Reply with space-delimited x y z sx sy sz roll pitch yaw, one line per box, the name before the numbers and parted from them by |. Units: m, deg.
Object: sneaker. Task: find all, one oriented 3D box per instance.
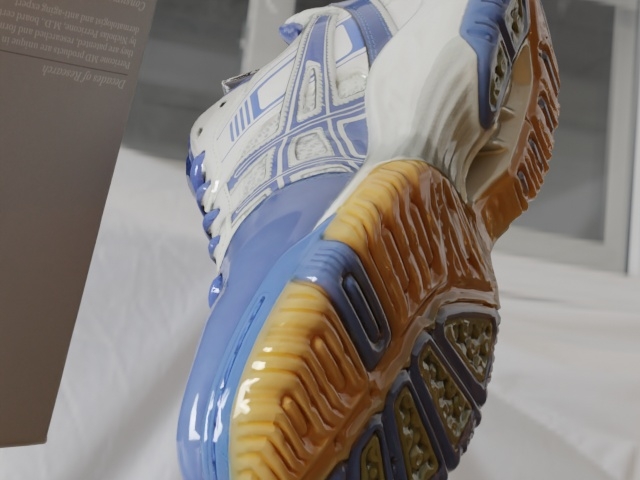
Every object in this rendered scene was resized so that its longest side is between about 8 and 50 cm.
sneaker | 0.000 0.000 0.527 0.131 0.296 0.112 -2 -56 25

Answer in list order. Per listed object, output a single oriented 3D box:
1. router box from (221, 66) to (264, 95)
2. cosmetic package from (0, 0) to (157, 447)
router box | -0.018 -0.028 0.811 0.038 0.122 0.092 -20 -22 -6
cosmetic package | -0.152 -0.045 0.544 0.127 0.238 0.107 24 15 37
